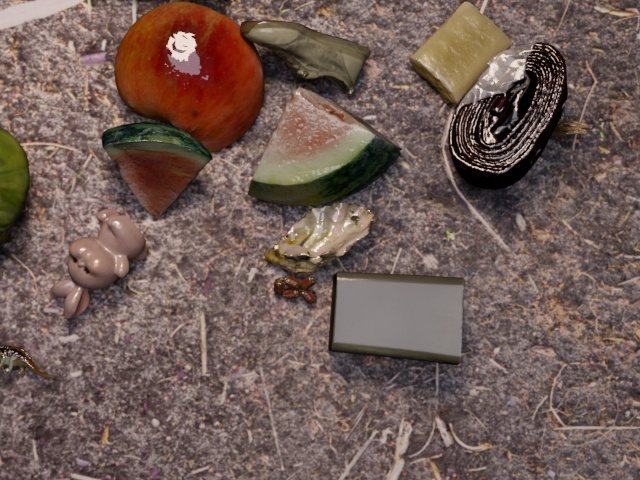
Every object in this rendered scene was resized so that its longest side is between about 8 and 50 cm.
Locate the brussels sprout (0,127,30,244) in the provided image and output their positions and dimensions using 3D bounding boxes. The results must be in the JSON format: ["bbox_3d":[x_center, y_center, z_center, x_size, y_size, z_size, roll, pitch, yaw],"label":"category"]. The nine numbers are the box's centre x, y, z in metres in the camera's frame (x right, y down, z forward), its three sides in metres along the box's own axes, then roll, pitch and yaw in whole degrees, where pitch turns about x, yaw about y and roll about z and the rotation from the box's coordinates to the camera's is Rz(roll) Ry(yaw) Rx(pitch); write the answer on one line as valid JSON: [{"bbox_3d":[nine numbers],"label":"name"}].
[{"bbox_3d":[-0.638,-0.076,1.308,0.219,0.210,0.271,5,94,-27],"label":"brussels sprout"}]

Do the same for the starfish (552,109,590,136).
[{"bbox_3d":[0.468,-0.234,1.518,0.130,0.041,0.133,-37,64,8],"label":"starfish"}]

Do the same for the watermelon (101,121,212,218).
[{"bbox_3d":[-0.299,-0.153,1.382,0.207,0.202,0.136,8,55,1],"label":"watermelon"}]

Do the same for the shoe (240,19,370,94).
[{"bbox_3d":[-0.031,-0.359,1.421,0.275,0.103,0.098,11,94,-28],"label":"shoe"}]

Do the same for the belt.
[{"bbox_3d":[0.369,-0.240,1.450,0.184,0.164,0.289,33,89,21],"label":"belt"}]

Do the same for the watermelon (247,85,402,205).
[{"bbox_3d":[0.001,-0.183,1.420,0.310,0.193,0.231,-10,101,3],"label":"watermelon"}]

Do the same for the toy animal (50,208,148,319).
[{"bbox_3d":[-0.418,0.047,1.358,0.124,0.124,0.212,40,78,0],"label":"toy animal"}]

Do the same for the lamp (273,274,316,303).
[{"bbox_3d":[-0.049,0.093,1.426,0.083,0.031,0.063,2,120,5],"label":"lamp"}]

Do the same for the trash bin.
[{"bbox_3d":[0.141,0.142,1.402,0.241,0.122,0.164,6,83,-3],"label":"trash bin"}]

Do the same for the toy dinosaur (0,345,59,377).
[{"bbox_3d":[-0.569,0.224,1.362,0.180,0.037,0.058,29,86,-1],"label":"toy dinosaur"}]

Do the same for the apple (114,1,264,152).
[{"bbox_3d":[-0.251,-0.322,1.393,0.293,0.163,0.251,25,80,-1],"label":"apple"}]

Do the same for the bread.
[{"bbox_3d":[0.284,-0.381,1.503,0.139,0.060,0.178,45,81,0],"label":"bread"}]

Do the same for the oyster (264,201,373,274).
[{"bbox_3d":[0.009,0.002,1.429,0.209,0.072,0.133,-41,57,-21],"label":"oyster"}]
